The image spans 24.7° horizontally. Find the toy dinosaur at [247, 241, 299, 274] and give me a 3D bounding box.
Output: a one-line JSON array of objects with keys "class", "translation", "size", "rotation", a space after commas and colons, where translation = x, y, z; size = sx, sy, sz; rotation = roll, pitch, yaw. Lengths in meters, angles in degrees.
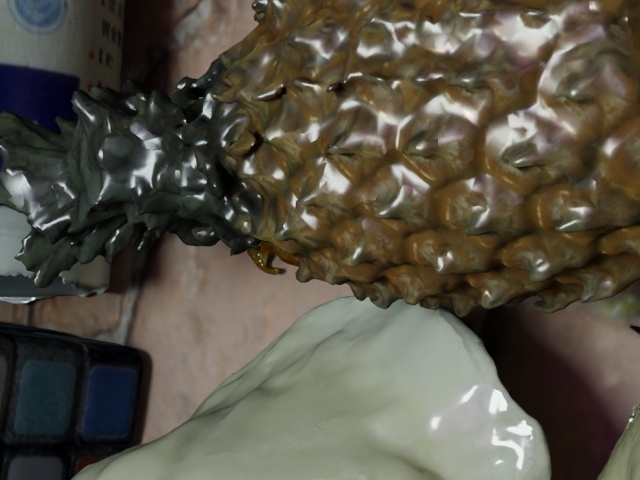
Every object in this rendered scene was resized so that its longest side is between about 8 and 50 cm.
[{"class": "toy dinosaur", "translation": [-0.001, -0.004, 0.807], "size": [0.113, 0.026, 0.041], "rotation": [-6, 87, 42]}]

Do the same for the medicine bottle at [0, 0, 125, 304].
[{"class": "medicine bottle", "translation": [-0.211, -0.134, 0.867], "size": [0.190, 0.190, 0.332], "rotation": [-4, 81, 33]}]

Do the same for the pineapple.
[{"class": "pineapple", "translation": [0.006, -0.053, 0.682], "size": [0.362, 0.202, 0.202], "rotation": [-9, 78, 20]}]

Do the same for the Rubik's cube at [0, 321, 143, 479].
[{"class": "Rubik's cube", "translation": [-0.311, 0.173, 0.831], "size": [0.287, 0.293, 0.292], "rotation": [5, 85, 34]}]

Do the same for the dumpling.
[{"class": "dumpling", "translation": [-0.033, 0.128, 0.716], "size": [0.318, 0.187, 0.242], "rotation": [3, 70, 48]}]

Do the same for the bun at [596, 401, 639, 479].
[{"class": "bun", "translation": [0.224, 0.189, 0.516], "size": [0.362, 0.234, 0.326], "rotation": [48, 114, 36]}]
